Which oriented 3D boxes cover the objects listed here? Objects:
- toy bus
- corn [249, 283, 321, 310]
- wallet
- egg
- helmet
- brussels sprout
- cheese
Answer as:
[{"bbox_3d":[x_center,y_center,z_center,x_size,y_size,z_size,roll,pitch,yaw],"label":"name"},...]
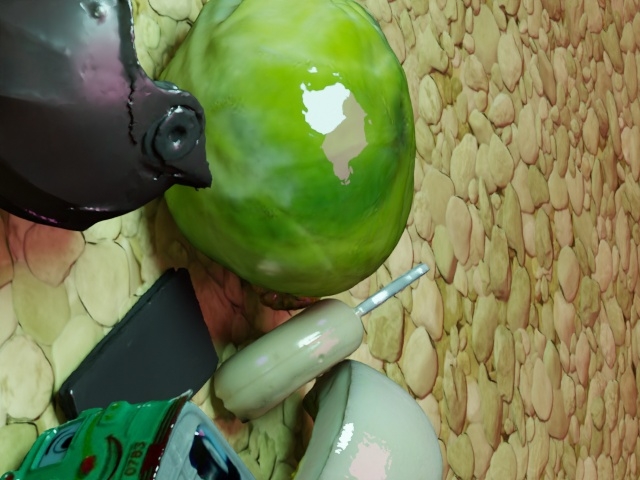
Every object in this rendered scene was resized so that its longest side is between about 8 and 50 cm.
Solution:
[{"bbox_3d":[-0.140,0.296,1.491,0.343,0.199,0.183,60,34,-38],"label":"toy bus"},{"bbox_3d":[0.000,0.000,1.906,0.244,0.093,0.093,-46,125,-54],"label":"corn"},{"bbox_3d":[-0.175,0.134,1.634,0.244,0.025,0.124,-51,130,-54],"label":"wallet"},{"bbox_3d":[0.048,0.260,1.814,0.162,0.206,0.271,28,41,-11],"label":"egg"},{"bbox_3d":[-0.231,-0.108,1.387,0.177,0.225,0.305,-42,126,-22],"label":"helmet"},{"bbox_3d":[-0.036,-0.106,1.709,0.344,0.268,0.344,-10,90,-83],"label":"brussels sprout"},{"bbox_3d":[0.006,0.100,1.786,0.071,0.249,0.163,56,11,5],"label":"cheese"}]
